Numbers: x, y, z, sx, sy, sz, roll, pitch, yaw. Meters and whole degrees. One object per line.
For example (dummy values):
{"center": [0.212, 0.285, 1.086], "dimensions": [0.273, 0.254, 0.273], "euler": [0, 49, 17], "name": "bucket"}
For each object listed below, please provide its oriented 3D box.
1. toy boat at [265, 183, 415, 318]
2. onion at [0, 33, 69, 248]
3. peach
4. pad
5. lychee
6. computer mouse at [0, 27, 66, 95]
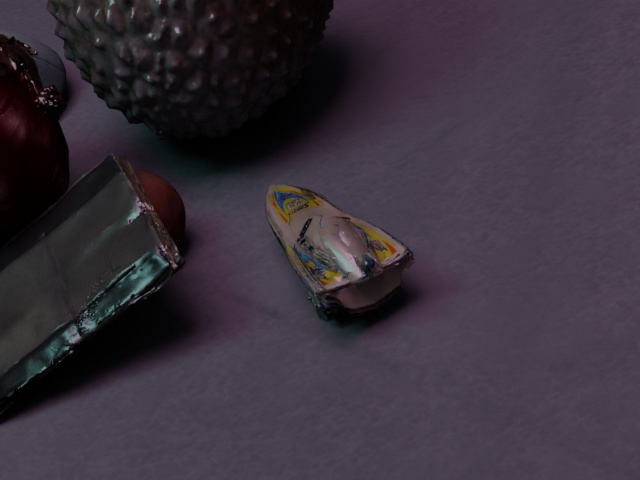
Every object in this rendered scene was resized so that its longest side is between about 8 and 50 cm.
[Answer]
{"center": [0.000, 0.000, 1.348], "dimensions": [0.084, 0.066, 0.210], "euler": [-28, 35, -13], "name": "toy boat"}
{"center": [-0.370, -0.081, 1.484], "dimensions": [0.285, 0.273, 0.273], "euler": [-47, 38, 1], "name": "onion"}
{"center": [-0.157, -0.022, 1.440], "dimensions": [0.083, 0.083, 0.083], "euler": [-13, 36, 10], "name": "peach"}
{"center": [-0.233, 0.039, 1.374], "dimensions": [0.233, 0.022, 0.174], "euler": [-38, 45, 6], "name": "pad"}
{"center": [-0.116, -0.236, 1.546], "dimensions": [0.300, 0.300, 0.300], "euler": [-13, 36, 10], "name": "lychee"}
{"center": [-0.441, -0.122, 1.688], "dimensions": [0.371, 0.122, 0.188], "euler": [-37, 38, -17], "name": "computer mouse"}
